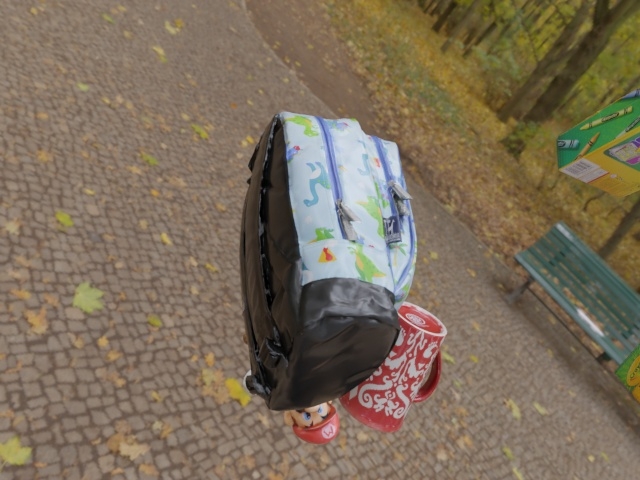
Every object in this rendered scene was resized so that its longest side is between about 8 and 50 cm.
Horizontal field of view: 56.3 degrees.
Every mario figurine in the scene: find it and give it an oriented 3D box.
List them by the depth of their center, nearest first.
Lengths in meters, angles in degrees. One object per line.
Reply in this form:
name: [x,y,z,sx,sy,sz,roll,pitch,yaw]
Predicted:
mario figurine: [-0.053,0.331,1.426,0.321,0.198,0.170,59,22,11]

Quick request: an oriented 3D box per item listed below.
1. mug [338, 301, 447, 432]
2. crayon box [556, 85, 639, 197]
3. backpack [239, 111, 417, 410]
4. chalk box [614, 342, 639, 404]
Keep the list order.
mug: [0.120,0.184,0.917,0.113,0.169,0.150,34,19,27]
crayon box: [0.573,-0.182,1.031,0.165,0.278,0.081,18,64,-21]
backpack: [0.000,0.000,0.793,0.273,0.290,0.356,-11,59,-19]
chalk box: [0.571,0.203,0.845,0.180,0.179,0.289,28,20,-11]
